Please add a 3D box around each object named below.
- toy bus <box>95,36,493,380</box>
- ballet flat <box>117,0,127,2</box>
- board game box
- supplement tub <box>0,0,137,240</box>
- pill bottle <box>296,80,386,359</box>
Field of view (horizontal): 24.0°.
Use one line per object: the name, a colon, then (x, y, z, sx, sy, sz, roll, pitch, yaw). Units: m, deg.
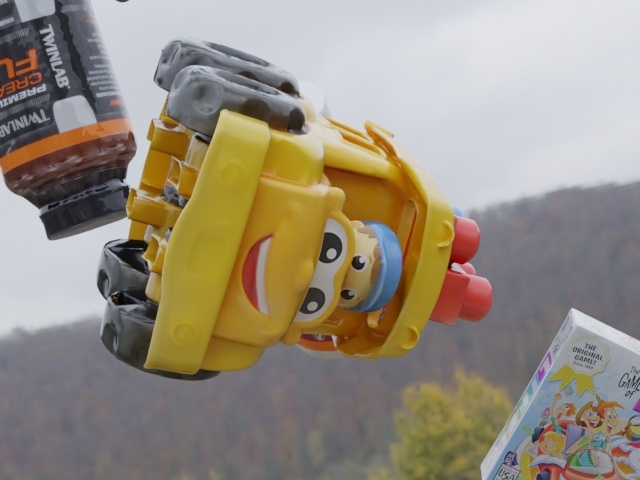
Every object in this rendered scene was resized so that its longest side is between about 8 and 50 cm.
toy bus: (0.000, 0.000, 0.786, 0.211, 0.149, 0.220, 17, 11, -12)
ballet flat: (-0.187, -0.254, 1.377, 0.074, 0.074, 0.203, -13, 4, 12)
board game box: (0.176, 0.115, 0.790, 0.154, 0.103, 0.026, 25, 17, -4)
supplement tub: (-0.199, -0.103, 1.107, 0.106, 0.198, 0.106, -20, -1, 0)
pill bottle: (-0.006, -0.016, 1.266, 0.121, 0.221, 0.121, -16, 35, 12)
